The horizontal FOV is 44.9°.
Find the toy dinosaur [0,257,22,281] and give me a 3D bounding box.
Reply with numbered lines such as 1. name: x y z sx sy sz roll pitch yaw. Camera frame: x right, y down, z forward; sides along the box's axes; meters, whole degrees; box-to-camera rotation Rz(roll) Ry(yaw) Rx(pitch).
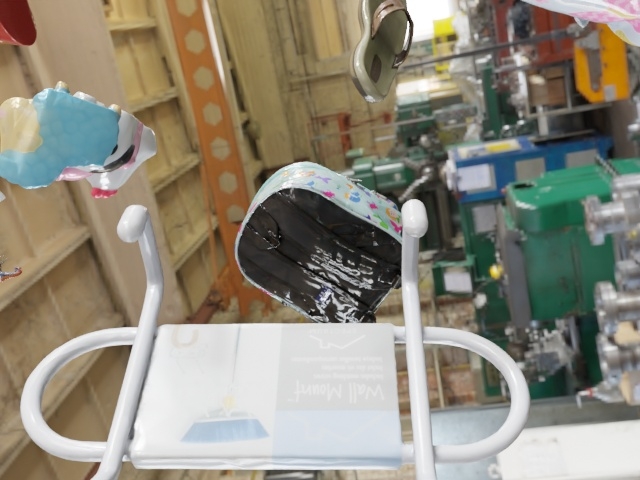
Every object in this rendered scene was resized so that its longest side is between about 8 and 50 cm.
1. toy dinosaur: -0.596 0.068 1.427 0.047 0.082 0.090 -150 72 -76

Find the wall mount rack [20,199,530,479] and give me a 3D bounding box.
1. wall mount rack: -0.035 0.097 0.464 0.304 0.350 0.130 -89 -3 -50

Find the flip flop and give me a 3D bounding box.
1. flip flop: 0.113 -0.345 1.292 0.112 0.080 0.277 40 -133 -29

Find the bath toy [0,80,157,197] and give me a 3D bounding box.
1. bath toy: -0.308 -0.119 1.005 0.348 0.151 0.129 -134 67 -86

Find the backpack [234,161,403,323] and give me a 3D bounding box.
1. backpack: 0.000 0.000 1.231 0.225 0.253 0.191 -57 13 28

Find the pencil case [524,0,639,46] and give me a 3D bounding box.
1. pencil case: 0.166 -0.249 0.623 0.124 0.273 0.113 -152 79 -84

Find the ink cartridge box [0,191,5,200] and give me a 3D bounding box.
1. ink cartridge box: -0.741 -0.094 1.451 0.189 0.232 0.066 55 -178 -30

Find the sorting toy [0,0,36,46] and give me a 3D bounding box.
1. sorting toy: -0.518 -0.281 1.036 0.365 0.126 0.127 -78 -28 -65
